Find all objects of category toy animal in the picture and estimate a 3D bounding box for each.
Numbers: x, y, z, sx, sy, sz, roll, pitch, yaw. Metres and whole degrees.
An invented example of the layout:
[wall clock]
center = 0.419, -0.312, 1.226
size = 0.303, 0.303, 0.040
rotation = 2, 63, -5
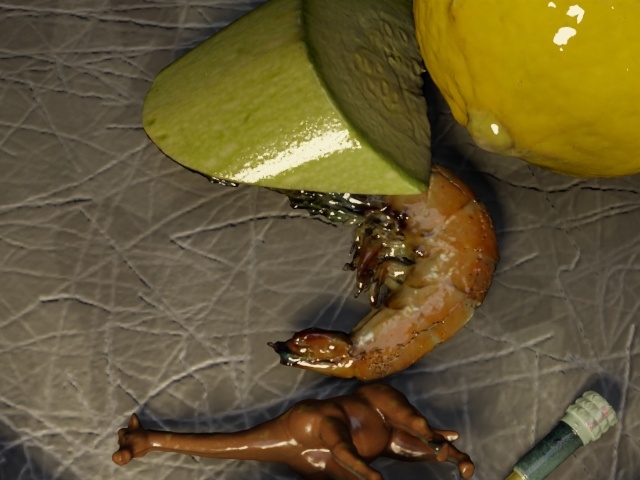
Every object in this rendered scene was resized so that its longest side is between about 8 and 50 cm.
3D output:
[toy animal]
center = -0.023, 0.162, 0.981
size = 0.224, 0.066, 0.230
rotation = -19, 26, -36

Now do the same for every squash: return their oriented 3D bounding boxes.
[squash]
center = -0.027, -0.131, 1.092
size = 0.204, 0.155, 0.236
rotation = 28, 41, -32

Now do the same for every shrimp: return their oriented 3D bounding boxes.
[shrimp]
center = 0.000, 0.000, 1.063
size = 0.290, 0.054, 0.222
rotation = 28, 71, 9

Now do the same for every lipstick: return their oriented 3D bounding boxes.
[lipstick]
center = 0.191, 0.173, 1.027
size = 0.116, 0.037, 0.037
rotation = -40, 77, -9

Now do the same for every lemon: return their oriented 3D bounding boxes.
[lemon]
center = 0.238, -0.212, 1.024
size = 0.336, 0.336, 0.336
rotation = 1, 71, -3
